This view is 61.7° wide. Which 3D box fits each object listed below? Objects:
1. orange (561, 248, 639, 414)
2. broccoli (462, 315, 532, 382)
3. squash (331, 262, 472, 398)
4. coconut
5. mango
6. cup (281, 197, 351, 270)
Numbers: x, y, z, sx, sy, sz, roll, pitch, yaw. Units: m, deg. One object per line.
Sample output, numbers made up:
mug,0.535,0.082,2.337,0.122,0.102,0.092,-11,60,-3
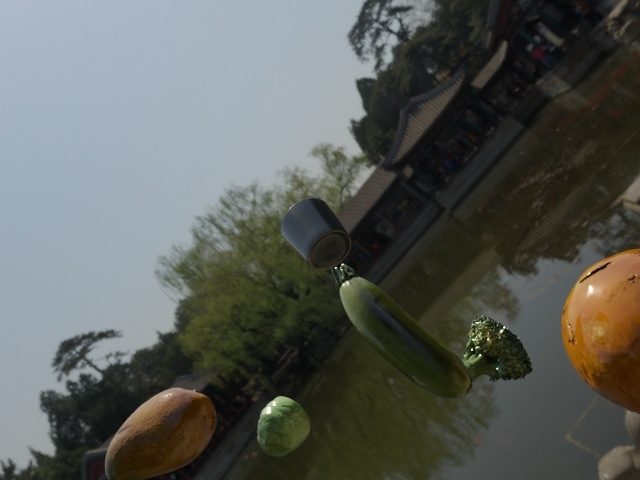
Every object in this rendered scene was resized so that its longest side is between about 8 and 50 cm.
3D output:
orange,0.474,0.127,0.758,0.246,0.246,0.246,-49,-4,-5
broccoli,0.420,0.306,1.356,0.194,0.194,0.220,-49,26,-16
squash,0.119,0.154,0.941,0.095,0.341,0.094,-33,-33,-25
coconut,-0.059,0.297,0.862,0.096,0.088,0.087,-24,-24,-54
mango,-0.228,0.277,0.770,0.165,0.089,0.115,-26,41,9
cup,0.000,0.000,0.754,0.078,0.077,0.100,-35,-44,-3
